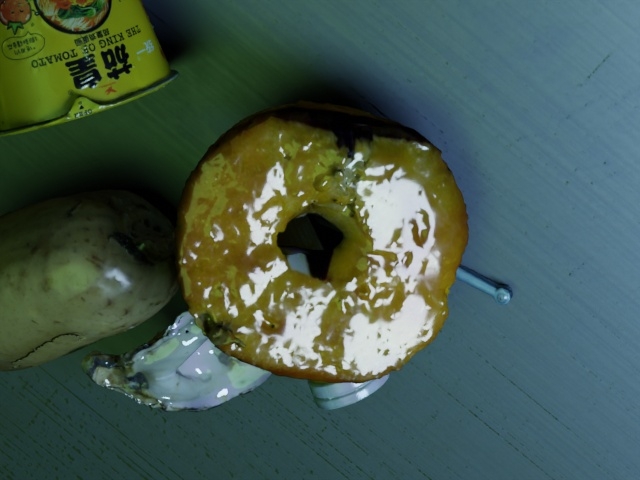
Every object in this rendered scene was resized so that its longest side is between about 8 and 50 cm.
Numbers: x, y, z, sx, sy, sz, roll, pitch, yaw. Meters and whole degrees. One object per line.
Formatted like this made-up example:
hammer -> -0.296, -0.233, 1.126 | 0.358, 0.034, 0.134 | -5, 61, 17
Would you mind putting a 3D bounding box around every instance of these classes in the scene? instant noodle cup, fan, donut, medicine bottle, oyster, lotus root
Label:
instant noodle cup -> -0.226, -0.181, 1.588 | 0.182, 0.182, 0.144 | -9, 105, 24
fan -> 0.082, 0.007, 1.656 | 0.193, 0.016, 0.038 | 26, 120, 7
donut -> -0.003, 0.000, 1.578 | 0.253, 0.118, 0.253 | -1, 99, -7
medicine bottle -> -0.015, 0.041, 1.678 | 0.074, 0.074, 0.218 | -17, 108, 27
oyster -> -0.124, 0.095, 1.722 | 0.081, 0.191, 0.163 | 62, 141, 36
lotus root -> -0.254, 0.038, 1.714 | 0.284, 0.160, 0.146 | -25, 67, 28
